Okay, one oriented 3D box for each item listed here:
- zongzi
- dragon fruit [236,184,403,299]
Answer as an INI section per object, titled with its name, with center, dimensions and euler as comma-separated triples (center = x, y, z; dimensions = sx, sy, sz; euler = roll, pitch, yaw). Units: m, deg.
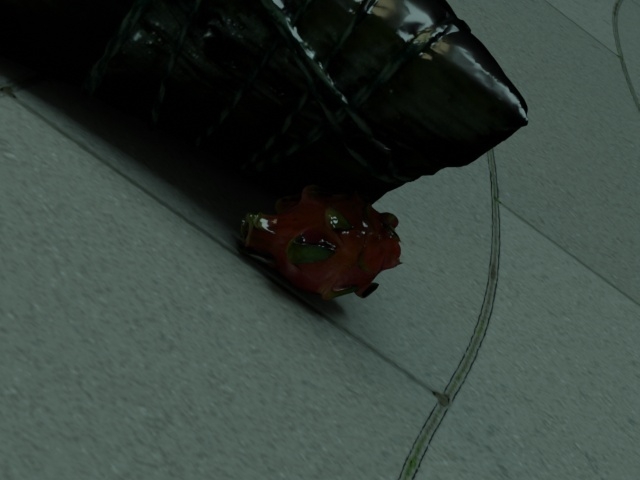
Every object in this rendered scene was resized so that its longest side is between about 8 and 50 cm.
[zongzi]
center = -0.085, -0.151, 1.376
dimensions = 0.362, 0.319, 0.383
euler = -32, 86, -25
[dragon fruit]
center = -0.001, 0.001, 1.357
dimensions = 0.116, 0.081, 0.086
euler = 0, 45, -22
